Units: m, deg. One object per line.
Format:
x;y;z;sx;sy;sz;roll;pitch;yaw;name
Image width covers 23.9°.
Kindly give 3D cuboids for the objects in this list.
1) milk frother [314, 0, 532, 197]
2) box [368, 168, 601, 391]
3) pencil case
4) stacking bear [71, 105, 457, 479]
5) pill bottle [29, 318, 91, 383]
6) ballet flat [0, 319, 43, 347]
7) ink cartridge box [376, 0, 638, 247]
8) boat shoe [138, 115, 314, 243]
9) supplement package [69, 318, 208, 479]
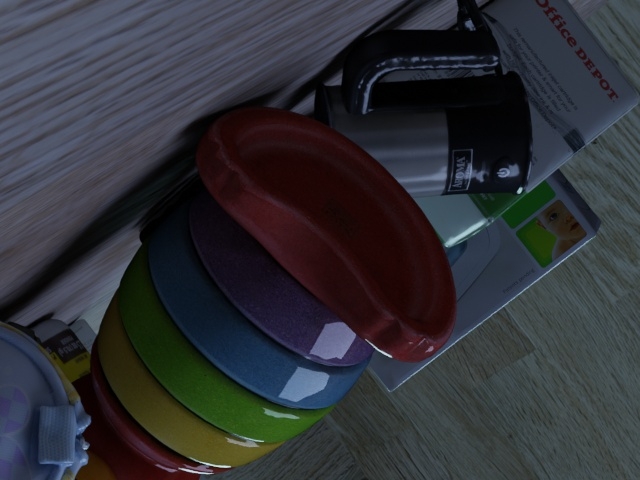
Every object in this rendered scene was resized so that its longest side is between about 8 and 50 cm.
0.062;-0.100;1.023;0.134;0.129;0.143;-3;-154;-8;milk frother
0.109;-0.023;1.527;0.262;0.231;0.127;-38;179;14;box
-0.213;0.125;0.823;0.124;0.114;0.273;-8;165;-26;pencil case
-0.071;0.073;0.922;0.289;0.175;0.164;-46;-179;24;stacking bear
-0.178;0.173;1.125;0.117;0.215;0.117;-38;179;-1;pill bottle
-0.207;0.083;0.955;0.068;0.072;0.213;-67;-169;-22;ballet flat
0.154;-0.116;1.323;0.208;0.153;0.087;-36;178;-28;ink cartridge box
0.000;0.000;1.141;0.127;0.158;0.340;-39;178;29;boat shoe
-0.204;0.178;1.307;0.105;0.179;0.105;-36;178;-34;supplement package
